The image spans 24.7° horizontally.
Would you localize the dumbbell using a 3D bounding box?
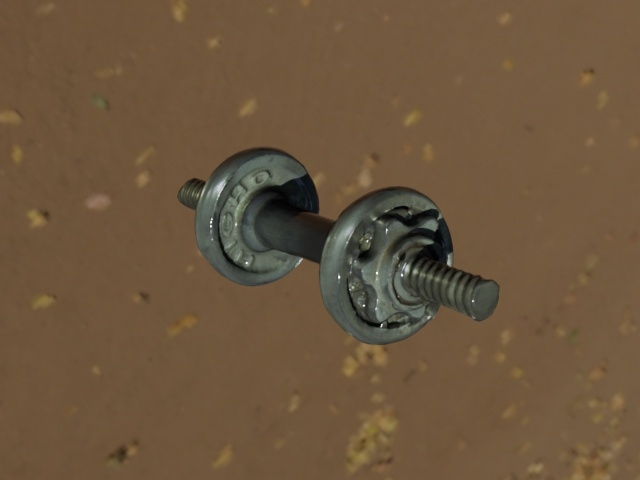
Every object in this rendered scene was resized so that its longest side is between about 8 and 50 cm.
[{"bbox_3d":[0.000,0.000,0.764,0.081,0.254,0.082,-11,109,-35],"label":"dumbbell"}]
